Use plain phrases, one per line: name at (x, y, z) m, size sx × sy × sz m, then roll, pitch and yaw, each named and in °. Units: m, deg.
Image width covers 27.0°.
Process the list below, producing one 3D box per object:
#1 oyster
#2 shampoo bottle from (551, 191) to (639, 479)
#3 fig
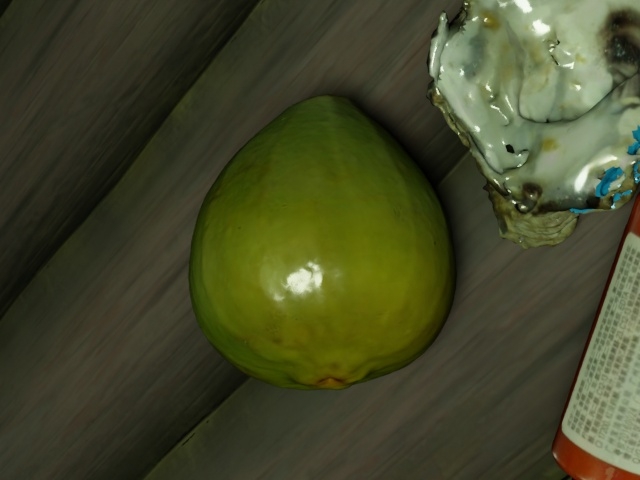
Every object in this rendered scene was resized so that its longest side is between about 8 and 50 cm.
oyster at (0.186, -0.124, 0.949) m, size 0.223 × 0.083 × 0.214 m, roll -27°, pitch 77°, yaw 30°
shampoo bottle at (0.223, 0.109, 0.907) m, size 0.104 × 0.104 × 0.278 m, roll 26°, pitch 107°, yaw 36°
fig at (-0.001, 0.009, 1.034) m, size 0.207 × 0.207 × 0.230 m, roll -50°, pitch 33°, yaw 28°
